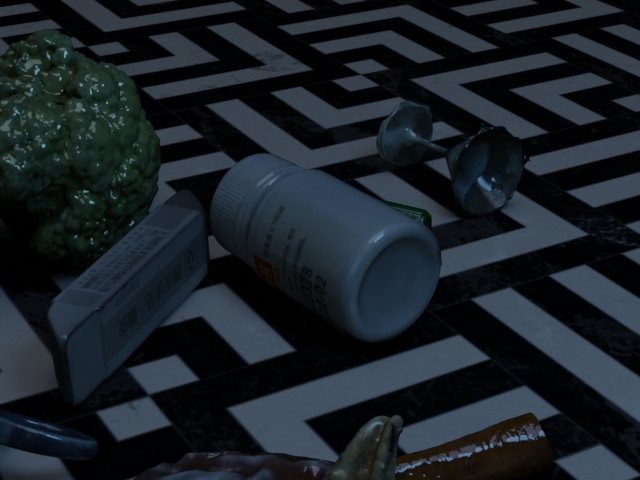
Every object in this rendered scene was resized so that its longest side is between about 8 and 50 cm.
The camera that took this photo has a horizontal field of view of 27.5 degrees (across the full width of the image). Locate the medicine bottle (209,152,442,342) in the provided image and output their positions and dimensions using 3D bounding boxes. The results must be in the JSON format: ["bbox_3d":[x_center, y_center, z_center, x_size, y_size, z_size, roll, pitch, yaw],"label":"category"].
[{"bbox_3d":[0.000,0.000,1.419,0.144,0.144,0.252,-20,37,-35],"label":"medicine bottle"}]

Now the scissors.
[{"bbox_3d":[-0.407,0.130,1.172,0.383,0.029,0.256,15,-3,32],"label":"scissors"}]

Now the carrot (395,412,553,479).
[{"bbox_3d":[0.093,0.201,1.140,0.224,0.057,0.057,-11,30,-15],"label":"carrot"}]

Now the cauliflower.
[{"bbox_3d":[-0.322,-0.113,1.505,0.281,0.260,0.327,10,7,7],"label":"cauliflower"}]

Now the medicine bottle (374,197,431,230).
[{"bbox_3d":[0.006,-0.037,1.578,0.261,0.064,0.095,13,36,19],"label":"medicine bottle"}]

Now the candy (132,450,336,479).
[{"bbox_3d":[-0.026,0.250,0.913,0.290,0.157,0.214,8,37,7],"label":"candy"}]

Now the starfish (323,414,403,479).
[{"bbox_3d":[0.026,0.322,0.748,0.324,0.082,0.432,31,71,15],"label":"starfish"}]

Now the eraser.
[{"bbox_3d":[-0.196,0.050,1.377,0.061,0.089,0.352,7,28,20],"label":"eraser"}]

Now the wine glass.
[{"bbox_3d":[0.163,-0.112,1.687,0.122,0.122,0.183,-15,27,-28],"label":"wine glass"}]
